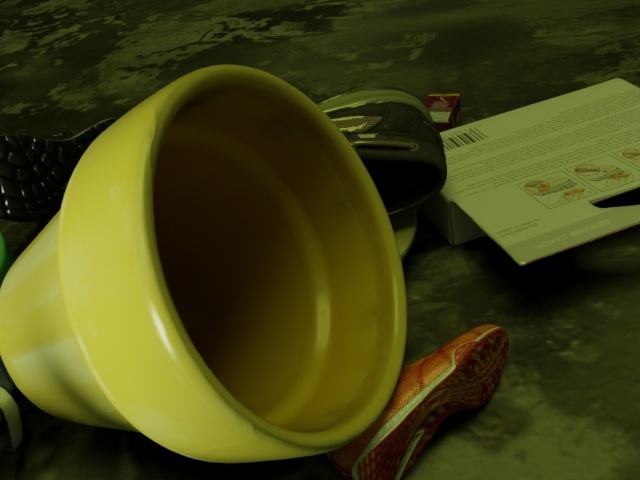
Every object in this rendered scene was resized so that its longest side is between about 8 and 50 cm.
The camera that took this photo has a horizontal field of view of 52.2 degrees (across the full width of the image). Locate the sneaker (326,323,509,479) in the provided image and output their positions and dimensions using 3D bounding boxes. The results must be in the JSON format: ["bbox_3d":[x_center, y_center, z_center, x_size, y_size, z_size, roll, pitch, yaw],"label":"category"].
[{"bbox_3d":[0.075,0.110,0.492,0.175,0.064,0.067,-28,30,-27],"label":"sneaker"}]

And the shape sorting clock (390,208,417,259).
[{"bbox_3d":[0.000,0.000,0.685,0.206,0.040,0.206,-11,38,9],"label":"shape sorting clock"}]

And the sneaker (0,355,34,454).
[{"bbox_3d":[-0.283,0.189,0.456,0.323,0.130,0.236,-19,52,-35],"label":"sneaker"}]

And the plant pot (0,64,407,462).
[{"bbox_3d":[-0.101,0.038,0.483,0.239,0.254,0.254,-22,25,35],"label":"plant pot"}]

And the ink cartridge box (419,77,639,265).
[{"bbox_3d":[0.265,-0.066,0.681,0.297,0.066,0.261,-18,35,-9],"label":"ink cartridge box"}]

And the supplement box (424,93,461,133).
[{"bbox_3d":[0.153,-0.147,0.838,0.043,0.055,0.083,4,38,21],"label":"supplement box"}]

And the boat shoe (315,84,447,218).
[{"bbox_3d":[-0.046,-0.048,0.623,0.356,0.132,0.130,-21,37,-2],"label":"boat shoe"}]

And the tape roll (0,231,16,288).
[{"bbox_3d":[-0.466,0.091,0.661,0.322,0.077,0.321,-8,35,6],"label":"tape roll"}]

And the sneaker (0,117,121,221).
[{"bbox_3d":[-0.369,-0.086,0.849,0.124,0.107,0.283,-4,14,29],"label":"sneaker"}]
